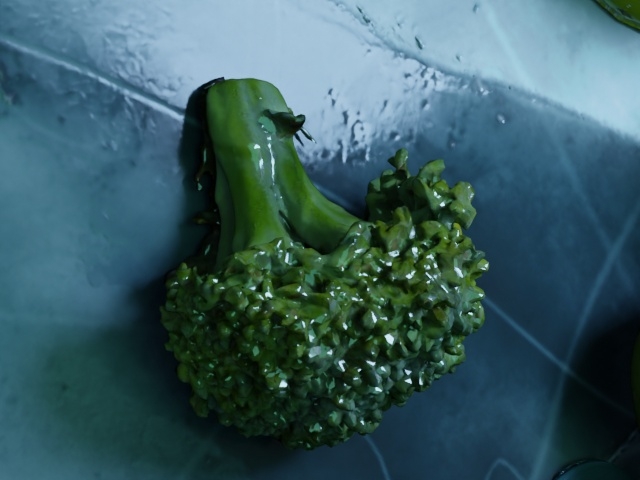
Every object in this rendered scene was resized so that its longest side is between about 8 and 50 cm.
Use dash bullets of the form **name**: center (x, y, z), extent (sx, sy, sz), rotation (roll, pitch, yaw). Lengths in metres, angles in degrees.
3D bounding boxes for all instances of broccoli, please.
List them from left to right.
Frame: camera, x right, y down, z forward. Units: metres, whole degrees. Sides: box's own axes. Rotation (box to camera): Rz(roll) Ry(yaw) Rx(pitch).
- **broccoli**: center (0.009, 0.010, 1.254), extent (0.242, 0.180, 0.273), rotation (-13, 94, -29)

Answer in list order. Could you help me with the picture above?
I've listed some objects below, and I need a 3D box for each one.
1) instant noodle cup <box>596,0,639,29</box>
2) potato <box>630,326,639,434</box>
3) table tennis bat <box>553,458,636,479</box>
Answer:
- **instant noodle cup**: center (0.337, -0.302, 1.454), extent (0.264, 0.200, 0.264), rotation (2, 87, -29)
- **potato**: center (0.362, 0.156, 1.441), extent (0.215, 0.216, 0.304), rotation (-21, 101, -30)
- **table tennis bat**: center (0.189, 0.250, 1.437), extent (0.201, 0.033, 0.124), rotation (-24, 98, -32)
